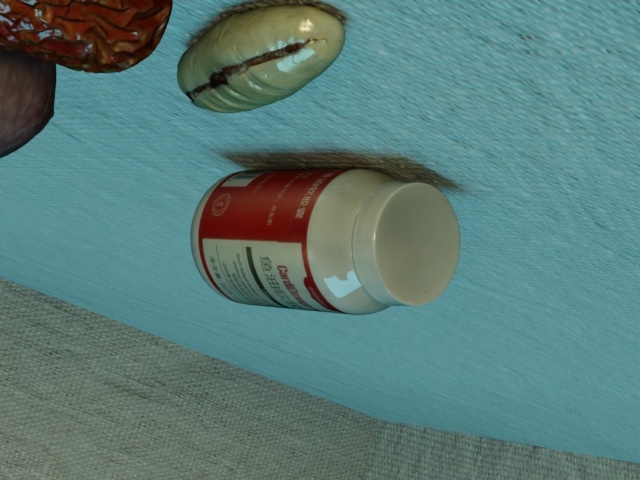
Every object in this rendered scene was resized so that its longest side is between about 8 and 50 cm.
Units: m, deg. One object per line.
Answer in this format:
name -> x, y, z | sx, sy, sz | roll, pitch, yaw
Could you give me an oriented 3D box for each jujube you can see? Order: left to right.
jujube -> -0.162, -0.161, 0.917 | 0.176, 0.109, 0.112 | 18, -152, -53

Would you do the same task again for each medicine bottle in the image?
medicine bottle -> 0.000, 0.000, 1.383 | 0.131, 0.131, 0.250 | 25, 166, -39

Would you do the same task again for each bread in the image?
bread -> -0.051, -0.121, 1.070 | 0.073, 0.053, 0.214 | 24, 167, -21

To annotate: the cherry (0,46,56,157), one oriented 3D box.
cherry -> -0.296, -0.131, 0.996 | 0.266, 0.184, 0.213 | 20, -154, -30
